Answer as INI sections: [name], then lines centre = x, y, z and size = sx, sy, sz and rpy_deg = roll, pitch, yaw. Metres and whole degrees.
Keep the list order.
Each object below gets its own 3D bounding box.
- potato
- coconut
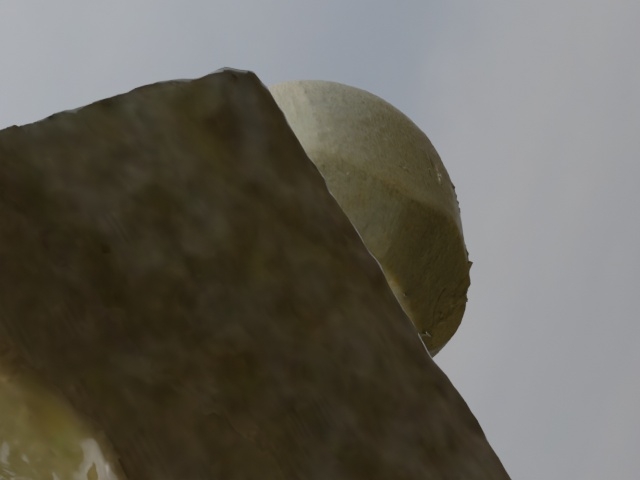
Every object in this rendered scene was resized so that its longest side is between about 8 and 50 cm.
[potato]
centre = -0.073, 0.088, 0.713
size = 0.189, 0.264, 0.211
rpy_deg = -38, -5, 38
[coconut]
centre = 0.000, 0.000, 1.622
size = 0.247, 0.245, 0.245
rpy_deg = -90, 5, -56
